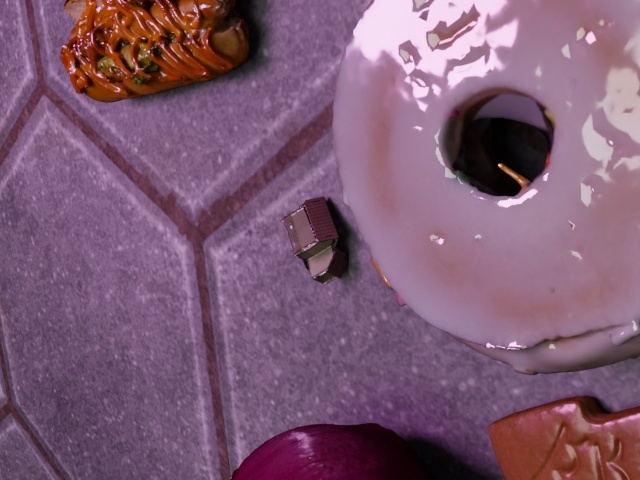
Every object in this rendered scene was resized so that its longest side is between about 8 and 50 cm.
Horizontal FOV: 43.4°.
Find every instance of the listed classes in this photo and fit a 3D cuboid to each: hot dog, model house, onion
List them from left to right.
[{"bbox_3d":[-0.231,-0.262,1.023,0.348,0.117,0.158,4,107,45],"label":"hot dog"},{"bbox_3d":[-0.031,0.373,0.829,0.348,0.385,0.348,164,90,-74],"label":"onion"},{"bbox_3d":[0.000,0.000,0.929,0.058,0.057,0.083,-33,58,20],"label":"model house"}]

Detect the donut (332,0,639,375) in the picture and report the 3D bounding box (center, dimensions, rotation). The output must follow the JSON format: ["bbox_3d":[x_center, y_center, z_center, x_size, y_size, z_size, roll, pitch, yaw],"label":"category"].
[{"bbox_3d":[0.177,-0.084,0.646,0.382,0.142,0.383,17,115,41],"label":"donut"}]

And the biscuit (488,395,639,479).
[{"bbox_3d":[0.279,0.251,0.727,0.306,0.043,0.284,27,122,37],"label":"biscuit"}]
